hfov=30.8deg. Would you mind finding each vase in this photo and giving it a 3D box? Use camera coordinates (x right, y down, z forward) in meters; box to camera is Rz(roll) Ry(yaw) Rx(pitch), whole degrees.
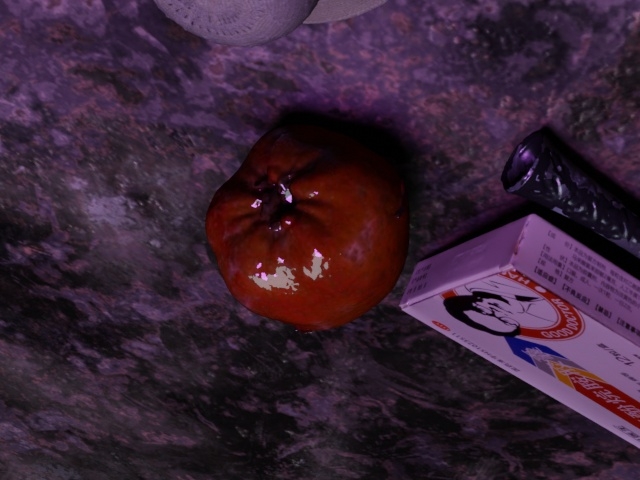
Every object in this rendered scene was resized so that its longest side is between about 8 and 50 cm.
[{"bbox_3d":[0.237,-0.026,0.990,0.167,0.059,0.059,30,143,-14],"label":"vase"}]

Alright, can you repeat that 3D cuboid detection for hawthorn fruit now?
[{"bbox_3d":[0.000,0.000,1.049,0.185,0.185,0.202,1,155,25],"label":"hawthorn fruit"}]

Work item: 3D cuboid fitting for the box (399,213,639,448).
[{"bbox_3d":[0.273,0.106,1.102,0.353,0.069,0.214,32,157,-13],"label":"box"}]

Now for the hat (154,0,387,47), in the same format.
[{"bbox_3d":[-0.056,-0.217,0.826,0.257,0.130,0.257,14,143,11],"label":"hat"}]
